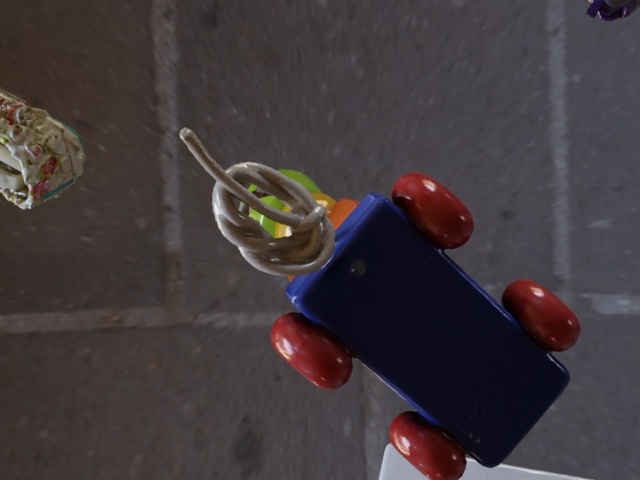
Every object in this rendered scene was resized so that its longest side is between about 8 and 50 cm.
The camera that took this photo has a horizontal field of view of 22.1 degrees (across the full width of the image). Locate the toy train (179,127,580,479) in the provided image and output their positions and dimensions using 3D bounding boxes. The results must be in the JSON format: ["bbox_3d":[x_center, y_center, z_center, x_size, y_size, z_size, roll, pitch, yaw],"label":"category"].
[{"bbox_3d":[0.000,0.000,0.776,0.105,0.143,0.248,-49,121,-2],"label":"toy train"}]

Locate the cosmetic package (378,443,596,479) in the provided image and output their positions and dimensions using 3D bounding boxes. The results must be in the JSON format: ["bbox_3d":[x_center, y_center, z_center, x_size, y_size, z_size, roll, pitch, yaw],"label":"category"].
[{"bbox_3d":[0.272,0.393,1.799,0.453,0.161,0.230,10,61,9],"label":"cosmetic package"}]

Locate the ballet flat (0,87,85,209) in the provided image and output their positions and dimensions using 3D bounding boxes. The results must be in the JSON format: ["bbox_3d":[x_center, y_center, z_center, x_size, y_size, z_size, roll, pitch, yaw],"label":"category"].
[{"bbox_3d":[-0.297,-0.097,1.270,0.241,0.091,0.077,24,48,9],"label":"ballet flat"}]

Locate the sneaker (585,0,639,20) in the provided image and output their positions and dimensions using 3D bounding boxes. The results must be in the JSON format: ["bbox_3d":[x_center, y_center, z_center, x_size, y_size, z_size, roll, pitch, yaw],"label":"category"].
[{"bbox_3d":[0.344,-0.292,1.821,0.083,0.223,0.098,44,112,14],"label":"sneaker"}]
